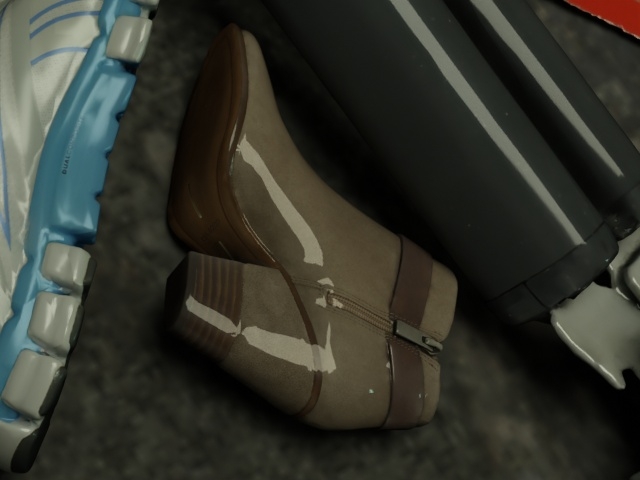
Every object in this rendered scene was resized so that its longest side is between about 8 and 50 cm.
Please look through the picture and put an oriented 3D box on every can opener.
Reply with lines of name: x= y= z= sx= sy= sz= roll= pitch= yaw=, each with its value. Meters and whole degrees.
can opener: x=0.086 y=-0.021 z=0.593 sx=0.283 sy=0.095 sz=0.076 roll=53 pitch=39 yaw=-5

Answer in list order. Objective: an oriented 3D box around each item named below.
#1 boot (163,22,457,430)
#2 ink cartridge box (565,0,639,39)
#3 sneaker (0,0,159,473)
boot: x=0.000 y=0.000 z=0.590 sx=0.087 sy=0.042 sz=0.118 roll=19 pitch=61 yaw=-21
ink cartridge box: x=0.057 y=-0.191 z=0.695 sx=0.232 sy=0.066 sz=0.189 roll=22 pitch=59 yaw=-8
sneaker: x=-0.094 y=-0.036 z=0.548 sx=0.083 sy=0.071 sz=0.190 roll=16 pitch=60 yaw=-9
